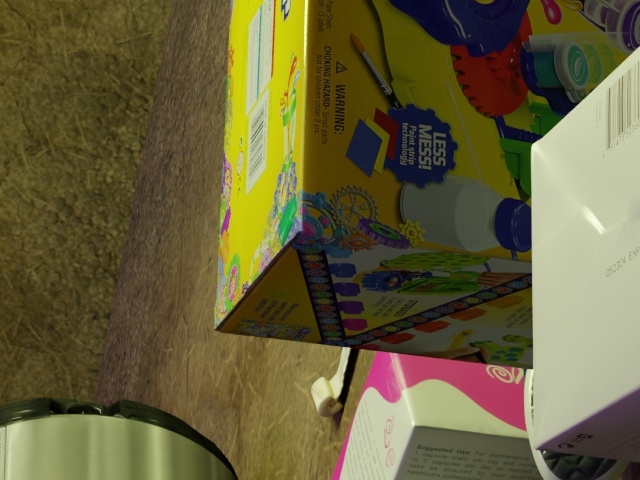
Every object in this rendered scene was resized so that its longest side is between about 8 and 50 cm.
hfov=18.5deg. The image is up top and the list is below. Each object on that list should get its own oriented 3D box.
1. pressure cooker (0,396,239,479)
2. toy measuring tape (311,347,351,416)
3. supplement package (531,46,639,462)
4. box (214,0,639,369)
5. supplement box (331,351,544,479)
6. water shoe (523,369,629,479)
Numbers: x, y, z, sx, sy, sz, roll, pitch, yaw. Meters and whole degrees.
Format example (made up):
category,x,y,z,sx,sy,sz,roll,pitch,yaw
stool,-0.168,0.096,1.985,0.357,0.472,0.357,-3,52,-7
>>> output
category,x,y,z,sx,sy,sz,roll,pitch,yaw
pressure cooker,-0.243,0.410,1.897,0.420,0.375,0.370,-98,25,-45
toy measuring tape,0.000,0.000,1.717,0.121,0.121,0.330,-114,35,-62
supplement package,0.216,0.005,0.795,0.194,0.203,0.149,134,141,-63
box,0.099,-0.092,1.110,0.177,0.279,0.290,132,142,-64
supplement box,0.074,0.182,1.374,0.111,0.114,0.220,-103,25,-53
water shoe,0.162,0.078,1.229,0.080,0.073,0.203,82,-172,-56
